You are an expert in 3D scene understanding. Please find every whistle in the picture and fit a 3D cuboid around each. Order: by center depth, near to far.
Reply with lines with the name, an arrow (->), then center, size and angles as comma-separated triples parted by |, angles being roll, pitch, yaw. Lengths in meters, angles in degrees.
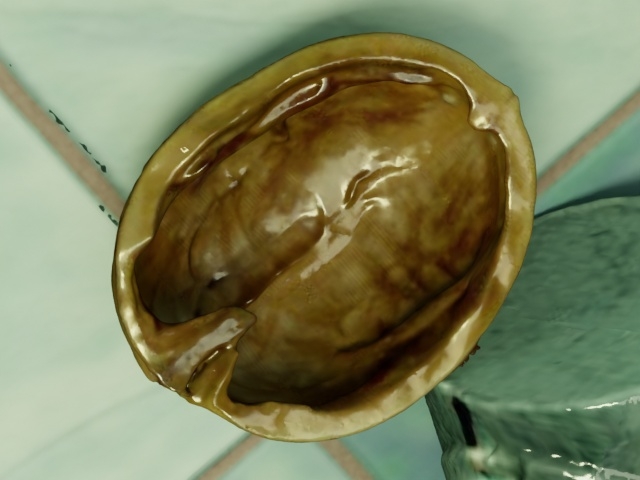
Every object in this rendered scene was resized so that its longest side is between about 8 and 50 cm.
whistle -> 0.218, 0.063, 0.990 | 0.405, 0.188, 0.168 | -25, 118, -12

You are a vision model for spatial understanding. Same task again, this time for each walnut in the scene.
walnut -> 0.001, -0.001, 0.926 | 0.211, 0.087, 0.167 | -37, 95, -8
